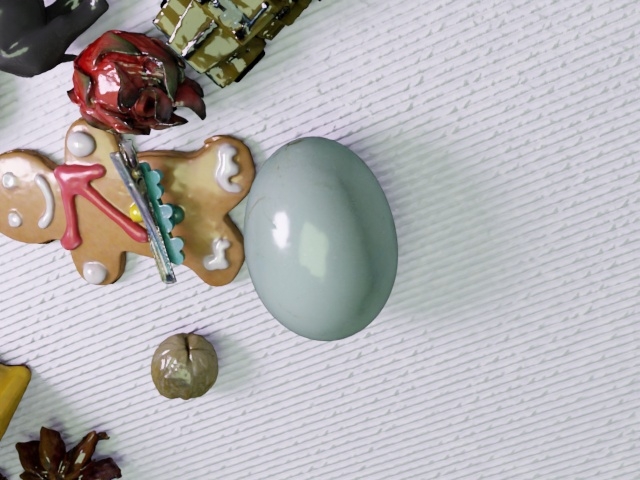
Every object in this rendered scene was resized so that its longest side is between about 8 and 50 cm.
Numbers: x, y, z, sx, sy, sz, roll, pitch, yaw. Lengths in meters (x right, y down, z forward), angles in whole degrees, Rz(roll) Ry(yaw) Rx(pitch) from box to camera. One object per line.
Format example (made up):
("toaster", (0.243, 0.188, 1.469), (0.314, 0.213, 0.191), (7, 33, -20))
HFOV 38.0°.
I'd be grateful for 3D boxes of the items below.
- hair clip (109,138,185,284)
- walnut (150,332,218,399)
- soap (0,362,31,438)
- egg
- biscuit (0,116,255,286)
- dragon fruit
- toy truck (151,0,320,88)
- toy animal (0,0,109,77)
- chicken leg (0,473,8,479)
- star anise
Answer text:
("hair clip", (-0.188, -0.033, 1.051), (0.049, 0.049, 0.173), (-13, 111, 13))
("walnut", (-0.168, 0.157, 1.157), (0.092, 0.092, 0.092), (3, 112, 7))
("soap", (-0.472, 0.289, 1.125), (0.096, 0.324, 0.204), (28, 115, -9))
("egg", (0.000, 0.000, 1.019), (0.168, 0.168, 0.231), (-5, 109, 10))
("biscuit", (-0.250, -0.037, 1.107), (0.339, 0.047, 0.216), (9, 112, 4))
("dragon fruit", (-0.203, -0.164, 1.003), (0.142, 0.130, 0.121), (3, 152, 18))
("toy truck", (-0.059, -0.272, 0.943), (0.127, 0.127, 0.257), (43, 115, -11))
("toy animal", (-0.330, -0.272, 0.946), (0.146, 0.114, 0.245), (-40, 114, -7))
("chicken leg", (-0.491, 0.373, 1.314), (0.062, 0.037, 0.145), (48, 111, 12))
("star anise", (-0.342, 0.318, 1.258), (0.168, 0.057, 0.168), (2, 111, 6))
